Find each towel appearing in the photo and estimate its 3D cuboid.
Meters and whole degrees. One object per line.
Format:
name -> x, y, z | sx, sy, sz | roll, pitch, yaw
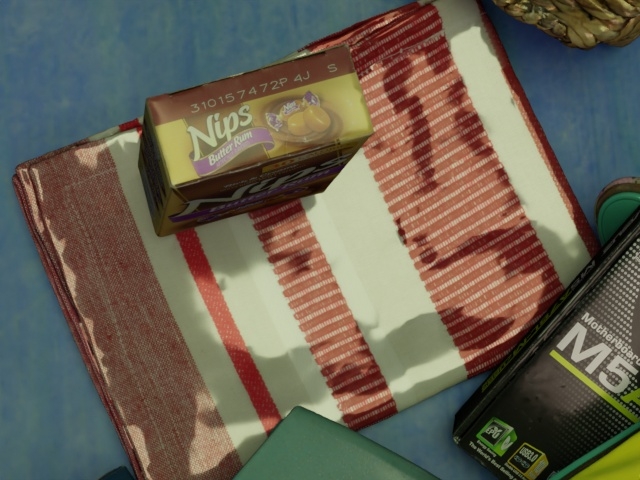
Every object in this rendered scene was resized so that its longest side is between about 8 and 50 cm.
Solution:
towel -> 0.000, 0.000, 0.953 | 0.329, 0.037, 0.237 | -24, 85, -10

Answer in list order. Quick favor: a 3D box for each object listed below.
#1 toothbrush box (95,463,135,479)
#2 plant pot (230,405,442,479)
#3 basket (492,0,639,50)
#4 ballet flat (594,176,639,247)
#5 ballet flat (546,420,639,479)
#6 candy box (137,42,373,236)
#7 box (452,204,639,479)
toothbrush box -> -0.089, 0.284, 0.797 | 0.126, 0.216, 0.295 | -38, 87, 4
plant pot -> 0.041, 0.206, 0.854 | 0.234, 0.165, 0.166 | 41, 85, 3
basket -> 0.148, -0.275, 0.985 | 0.213, 0.223, 0.299 | -42, 87, 22
ballet flat -> 0.257, 0.039, 0.960 | 0.221, 0.077, 0.079 | 49, 47, -5
ballet flat -> 0.218, 0.112, 0.849 | 0.231, 0.077, 0.077 | -44, 61, 18
candy box -> -0.042, -0.050, 0.841 | 0.109, 0.187, 0.053 | -16, 84, -9
box -> 0.208, 0.105, 0.915 | 0.190, 0.045, 0.184 | 39, 107, -3
